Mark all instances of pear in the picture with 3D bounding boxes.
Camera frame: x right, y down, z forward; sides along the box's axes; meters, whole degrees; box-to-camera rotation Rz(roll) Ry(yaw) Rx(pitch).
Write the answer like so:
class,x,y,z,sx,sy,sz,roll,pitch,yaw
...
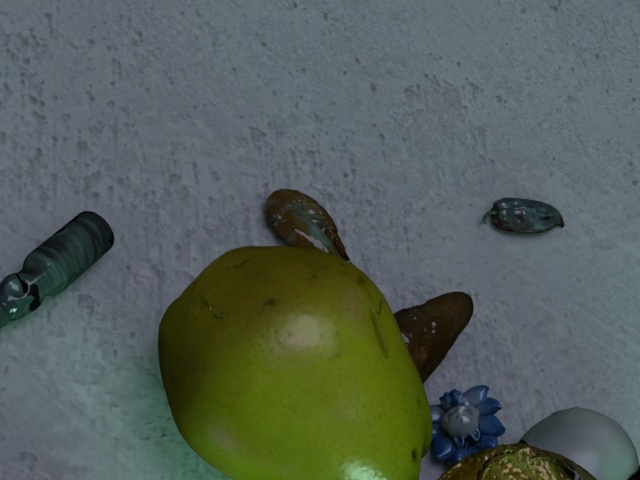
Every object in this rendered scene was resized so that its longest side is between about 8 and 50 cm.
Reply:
class,x,y,z,sx,sy,sz,roll,pitch,yaw
pear,-0.030,0.165,1.617,0.285,0.285,0.336,-14,75,-35

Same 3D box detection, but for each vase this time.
class,x,y,z,sx,sy,sz,roll,pitch,yaw
vase,-0.329,0.043,1.675,0.060,0.060,0.211,42,51,4

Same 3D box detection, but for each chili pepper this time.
class,x,y,z,sx,sy,sz,roll,pitch,yaw
chili pepper,0.300,-0.035,2.081,0.153,0.041,0.050,5,99,-26

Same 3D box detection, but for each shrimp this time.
class,x,y,z,sx,sy,sz,roll,pitch,yaw
shrimp,0.000,0.000,1.892,0.091,0.043,0.184,-28,73,-42

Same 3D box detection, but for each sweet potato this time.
class,x,y,z,sx,sy,sz,roll,pitch,yaw
sweet potato,0.099,0.157,1.809,0.114,0.092,0.341,47,48,-17

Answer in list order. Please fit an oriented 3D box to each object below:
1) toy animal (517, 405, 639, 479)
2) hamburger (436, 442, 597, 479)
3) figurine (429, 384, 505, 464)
class,x,y,z,sx,sy,sz,roll,pitch,yaw
toy animal,0.340,0.321,1.774,0.235,0.165,0.187,44,45,8
hamburger,0.221,0.383,1.613,0.319,0.158,0.318,0,77,1
figurine,0.182,0.242,1.798,0.114,0.079,0.114,-1,60,2
